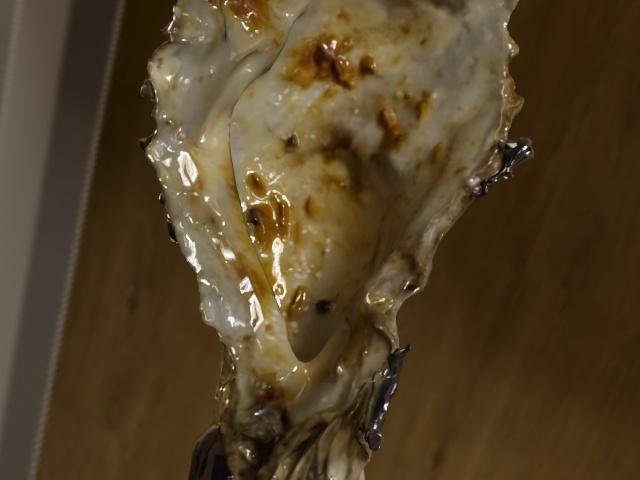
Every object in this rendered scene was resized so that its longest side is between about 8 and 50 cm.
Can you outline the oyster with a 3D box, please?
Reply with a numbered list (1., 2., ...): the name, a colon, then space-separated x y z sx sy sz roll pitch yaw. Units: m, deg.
1. oyster: 0.008 0.001 0.870 0.198 0.133 0.337 2 -95 7
